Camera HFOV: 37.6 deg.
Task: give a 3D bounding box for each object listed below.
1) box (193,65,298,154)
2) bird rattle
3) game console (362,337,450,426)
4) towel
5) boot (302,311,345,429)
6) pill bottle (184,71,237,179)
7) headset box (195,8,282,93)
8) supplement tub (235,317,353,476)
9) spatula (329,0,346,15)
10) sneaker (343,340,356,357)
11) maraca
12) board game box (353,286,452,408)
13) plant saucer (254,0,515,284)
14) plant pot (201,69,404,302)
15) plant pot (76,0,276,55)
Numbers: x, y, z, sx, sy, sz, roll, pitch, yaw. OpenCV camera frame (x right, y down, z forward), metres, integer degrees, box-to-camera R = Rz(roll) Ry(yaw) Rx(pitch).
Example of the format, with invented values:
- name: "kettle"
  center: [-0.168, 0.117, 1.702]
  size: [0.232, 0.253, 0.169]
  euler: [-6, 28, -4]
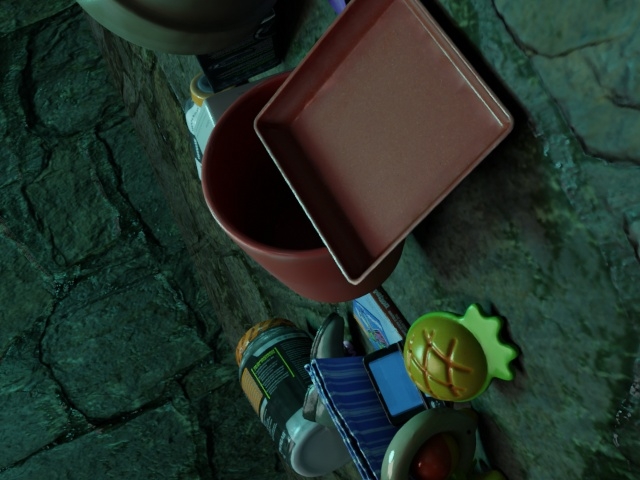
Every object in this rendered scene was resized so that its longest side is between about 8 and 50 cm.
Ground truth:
- name: "box"
  center: [-0.092, -0.175, 1.489]
  size: [0.119, 0.182, 0.181]
  euler: [67, 165, 3]
- name: "bird rattle"
  center: [0.145, 0.339, 1.376]
  size: [0.143, 0.254, 0.206]
  euler: [33, 119, 59]
- name: "game console"
  center: [0.130, 0.217, 1.436]
  size: [0.122, 0.071, 0.107]
  euler: [65, 164, 4]
- name: "towel"
  center: [0.121, 0.336, 1.575]
  size: [0.243, 0.040, 0.336]
  euler: [7, -131, -57]
- name: "boot"
  center: [0.062, 0.269, 1.815]
  size: [0.161, 0.083, 0.246]
  euler: [18, 111, 25]
- name: "pill bottle"
  center: [-0.200, -0.224, 1.886]
  size: [0.130, 0.131, 0.245]
  euler: [55, 162, 36]
- name: "headset box"
  center: [-0.168, -0.382, 1.439]
  size: [0.283, 0.131, 0.246]
  euler: [93, 152, -86]
- name: "supplement tub"
  center: [-0.049, 0.335, 2.070]
  size: [0.338, 0.207, 0.207]
  euler: [51, 159, 45]
- name: "spatula"
  center: [0.019, -0.254, 1.277]
  size: [0.084, 0.030, 0.296]
  euler: [59, 164, 28]
- name: "sneaker"
  center: [0.058, 0.264, 1.886]
  size: [0.119, 0.057, 0.047]
  euler: [62, 163, 10]
- name: "maraca"
  center: [0.180, 0.147, 1.222]
  size: [0.186, 0.099, 0.127]
  euler: [-30, 89, 49]
- name: "board game box"
  center: [0.132, 0.181, 1.561]
  size: [0.281, 0.027, 0.145]
  euler: [55, 160, 35]
- name: "plant saucer"
  center: [0.067, -0.126, 1.040]
  size: [0.258, 0.048, 0.259]
  euler: [-47, 59, 28]
- name: "plant pot"
  center: [0.006, -0.050, 1.238]
  size: [0.275, 0.275, 0.243]
  euler: [58, 174, 28]
- name: "plant pot"
  center: [-0.141, -0.429, 1.126]
  size: [0.280, 0.323, 0.323]
  euler: [-32, 82, 58]
